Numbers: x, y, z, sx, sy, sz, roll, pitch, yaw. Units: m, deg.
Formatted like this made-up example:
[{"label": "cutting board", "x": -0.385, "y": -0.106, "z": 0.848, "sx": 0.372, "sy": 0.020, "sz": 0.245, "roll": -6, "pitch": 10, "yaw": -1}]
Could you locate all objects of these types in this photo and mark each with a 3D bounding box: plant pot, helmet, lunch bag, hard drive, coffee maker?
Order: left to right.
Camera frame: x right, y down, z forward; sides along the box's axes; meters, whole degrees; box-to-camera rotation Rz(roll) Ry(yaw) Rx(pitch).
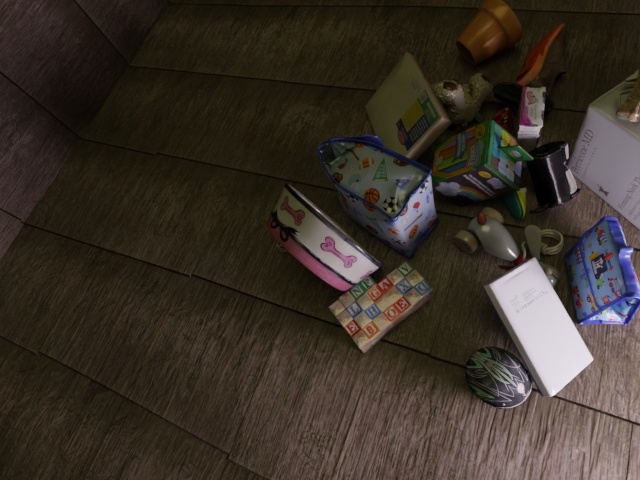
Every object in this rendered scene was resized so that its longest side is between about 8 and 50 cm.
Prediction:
[{"label": "lunch bag", "x": 0.183, "y": -0.166, "z": 1.440, "sx": 0.385, "sy": 0.328, "sz": 0.239, "roll": 32, "pitch": 78, "yaw": 31}, {"label": "plant pot", "x": 0.651, "y": -0.808, "z": 1.693, "sx": 0.188, "sy": 0.205, "sz": 0.205, "roll": -40, "pitch": 59, "yaw": 14}, {"label": "helmet", "x": 0.487, "y": 0.376, "z": 1.182, "sx": 0.169, "sy": 0.161, "sz": 0.169, "roll": -7, "pitch": 64, "yaw": 14}, {"label": "hard drive", "x": 0.597, "y": 0.227, "z": 1.174, "sx": 0.210, "sy": 0.040, "sz": 0.319, "roll": -22, "pitch": 81, "yaw": -28}, {"label": "coffee maker", "x": 0.726, "y": -0.203, "z": 1.358, "sx": 0.171, "sy": 0.178, "sz": 0.120, "roll": -38, "pitch": 20, "yaw": -29}, {"label": "lunch bag", "x": 0.783, "y": 0.085, "z": 1.156, "sx": 0.138, "sy": 0.293, "sz": 0.221, "roll": -4, "pitch": 64, "yaw": 15}]

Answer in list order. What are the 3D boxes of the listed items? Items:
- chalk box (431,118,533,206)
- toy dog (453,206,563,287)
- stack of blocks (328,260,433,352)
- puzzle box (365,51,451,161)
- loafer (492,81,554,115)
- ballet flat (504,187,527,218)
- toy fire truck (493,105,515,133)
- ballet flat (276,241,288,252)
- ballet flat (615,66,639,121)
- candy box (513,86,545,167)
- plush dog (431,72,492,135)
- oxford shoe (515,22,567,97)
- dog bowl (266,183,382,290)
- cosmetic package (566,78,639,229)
[{"label": "chalk box", "x": 0.530, "y": -0.253, "z": 1.385, "sx": 0.289, "sy": 0.180, "sz": 0.179, "roll": -17, "pitch": 53, "yaw": 53}, {"label": "toy dog", "x": 0.586, "y": 0.004, "z": 1.330, "sx": 0.333, "sy": 0.161, "sz": 0.220, "roll": 17, "pitch": 72, "yaw": 24}, {"label": "stack of blocks", "x": 0.198, "y": 0.200, "z": 1.397, "sx": 0.297, "sy": 0.087, "sz": 0.171, "roll": -38, "pitch": 61, "yaw": -3}, {"label": "puzzle box", "x": 0.306, "y": -0.469, "z": 1.584, "sx": 0.272, "sy": 0.052, "sz": 0.409, "roll": -47, "pitch": 41, "yaw": 39}, {"label": "loafer", "x": 0.729, "y": -0.502, "z": 1.565, "sx": 0.220, "sy": 0.078, "sz": 0.080, "roll": 32, "pitch": 71, "yaw": 16}, {"label": "ballet flat", "x": 0.651, "y": -0.177, "z": 1.452, "sx": 0.077, "sy": 0.077, "sz": 0.231, "roll": -15, "pitch": 59, "yaw": -9}, {"label": "toy fire truck", "x": 0.630, "y": -0.398, "z": 1.558, "sx": 0.135, "sy": 0.047, "sz": 0.192, "roll": -24, "pitch": 30, "yaw": 43}, {"label": "ballet flat", "x": -0.085, "y": 0.024, "z": 1.588, "sx": 0.168, "sy": 0.052, "sz": 0.057, "roll": -2, "pitch": 65, "yaw": 16}, {"label": "ballet flat", "x": 0.835, "y": -0.403, "z": 1.131, "sx": 0.067, "sy": 0.073, "sz": 0.206, "roll": 16, "pitch": 67, "yaw": 41}, {"label": "candy box", "x": 0.693, "y": -0.374, "z": 1.437, "sx": 0.071, "sy": 0.233, "sz": 0.159, "roll": 7, "pitch": 67, "yaw": 20}, {"label": "plush dog", "x": 0.483, "y": -0.531, "z": 1.634, "sx": 0.262, "sy": 0.211, "sz": 0.225, "roll": -20, "pitch": 41, "yaw": -25}, {"label": "oxford shoe", "x": 0.861, "y": -0.674, "z": 1.618, "sx": 0.132, "sy": 0.130, "sz": 0.364, "roll": 37, "pitch": 70, "yaw": -5}, {"label": "dog bowl", "x": 0.000, "y": 0.000, "z": 1.391, "sx": 0.408, "sy": 0.408, "sz": 0.150, "roll": 42, "pitch": 95, "yaw": 29}, {"label": "cosmetic package", "x": 1.015, "y": -0.260, "z": 1.230, "sx": 0.327, "sy": 0.329, "sz": 0.394, "roll": -34, "pitch": 60, "yaw": 1}]
